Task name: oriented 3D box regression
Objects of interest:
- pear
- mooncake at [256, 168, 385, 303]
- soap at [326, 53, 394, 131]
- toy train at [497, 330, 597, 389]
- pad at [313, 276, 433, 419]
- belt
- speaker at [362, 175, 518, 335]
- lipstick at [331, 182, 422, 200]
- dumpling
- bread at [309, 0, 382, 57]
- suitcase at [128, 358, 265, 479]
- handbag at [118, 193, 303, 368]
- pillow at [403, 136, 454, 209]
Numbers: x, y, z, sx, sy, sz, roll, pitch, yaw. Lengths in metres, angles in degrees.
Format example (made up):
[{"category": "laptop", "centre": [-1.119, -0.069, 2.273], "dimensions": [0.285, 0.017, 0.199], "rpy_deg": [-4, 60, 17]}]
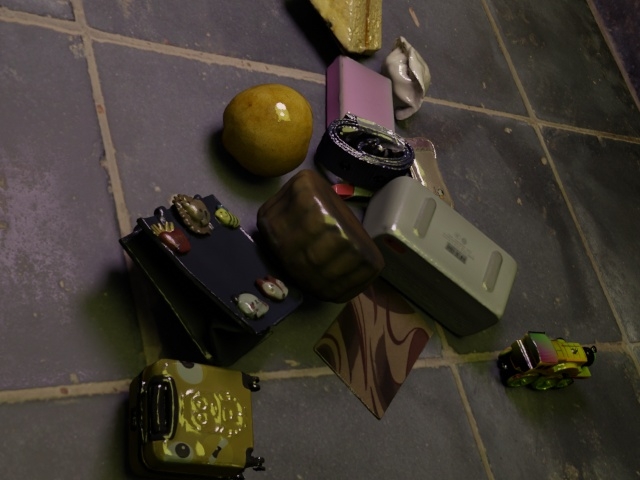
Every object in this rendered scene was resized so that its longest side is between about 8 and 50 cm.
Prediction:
[{"category": "pear", "centre": [-0.122, -0.247, 1.938], "dimensions": [0.208, 0.209, 0.209], "rpy_deg": [22, 51, -29]}, {"category": "mooncake", "centre": [0.000, 0.000, 1.839], "dimensions": [0.290, 0.161, 0.290], "rpy_deg": [48, 11, -13]}, {"category": "soap", "centre": [0.104, -0.347, 2.284], "dimensions": [0.181, 0.081, 0.260], "rpy_deg": [20, 50, -29]}, {"category": "toy train", "centre": [0.584, 0.308, 2.205], "dimensions": [0.296, 0.160, 0.101], "rpy_deg": [8, 52, -37]}, {"category": "pad", "centre": [0.129, 0.226, 1.978], "dimensions": [0.220, 0.004, 0.330], "rpy_deg": [47, 43, -6]}, {"category": "belt", "centre": [0.108, -0.208, 2.129], "dimensions": [0.230, 0.126, 0.140], "rpy_deg": [17, 52, -10]}, {"category": "speaker", "centre": [0.281, 0.047, 2.105], "dimensions": [0.406, 0.183, 0.184], "rpy_deg": [37, 49, -16]}, {"category": "lipstick", "centre": [0.142, -0.122, 2.189], "dimensions": [0.312, 0.051, 0.051], "rpy_deg": [1, 62, -39]}, {"category": "dumpling", "centre": [0.237, -0.459, 2.415], "dimensions": [0.132, 0.162, 0.250], "rpy_deg": [2, 70, -23]}, {"category": "bread", "centre": [0.054, -0.615, 2.379], "dimensions": [0.263, 0.198, 0.236], "rpy_deg": [-24, 109, -66]}, {"category": "suitcase", "centre": [-0.224, 0.320, 1.510], "dimensions": [0.234, 0.143, 0.194], "rpy_deg": [16, 54, -34]}, {"category": "handbag", "centre": [-0.201, 0.055, 1.656], "dimensions": [0.329, 0.122, 0.303], "rpy_deg": [51, 20, 3]}, {"category": "pillow", "centre": [0.290, -0.181, 2.365], "dimensions": [0.130, 0.038, 0.233], "rpy_deg": [-3, 67, -39]}]
